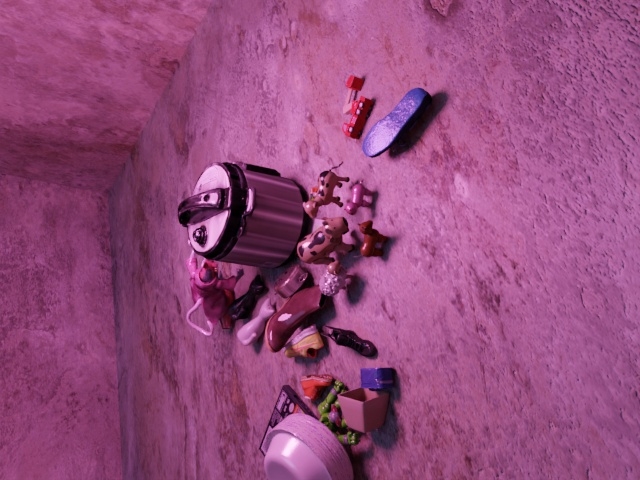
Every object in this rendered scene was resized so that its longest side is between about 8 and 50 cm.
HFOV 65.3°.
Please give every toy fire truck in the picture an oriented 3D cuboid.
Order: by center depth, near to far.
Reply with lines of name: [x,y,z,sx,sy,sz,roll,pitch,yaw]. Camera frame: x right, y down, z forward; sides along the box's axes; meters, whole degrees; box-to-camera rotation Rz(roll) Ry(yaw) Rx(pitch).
toy fire truck: [0.114,-0.454,1.704,0.135,0.047,0.192,42,115,48]

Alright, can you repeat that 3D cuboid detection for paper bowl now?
paper bowl: [-0.054,0.674,1.481,0.284,0.148,0.284,20,123,34]

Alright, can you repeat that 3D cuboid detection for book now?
book: [0.000,0.000,1.757,0.096,0.035,0.144,15,94,56]

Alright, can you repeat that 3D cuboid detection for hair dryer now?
hair dryer: [-0.443,0.283,2.228,0.293,0.080,0.223,-125,42,-49]

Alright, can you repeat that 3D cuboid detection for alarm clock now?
alarm clock: [-0.098,0.137,1.766,0.192,0.064,0.129,-16,33,56]

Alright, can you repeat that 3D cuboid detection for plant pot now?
plant pot: [0.125,0.486,1.430,0.109,0.109,0.096,-5,88,51]

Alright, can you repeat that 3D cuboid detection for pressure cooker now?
pressure cooker: [-0.298,-0.093,1.833,0.369,0.421,0.375,-59,42,25]

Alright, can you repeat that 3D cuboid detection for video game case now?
video game case: [-0.102,0.684,1.717,0.248,0.035,0.274,33,107,50]

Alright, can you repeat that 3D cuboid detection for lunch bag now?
lunch bag: [0.158,0.398,1.432,0.098,0.067,0.065,-20,66,47]

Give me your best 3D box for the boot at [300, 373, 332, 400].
boot: [-0.009,0.481,1.635,0.158,0.059,0.084,-28,64,54]

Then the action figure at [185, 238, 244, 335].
action figure: [-0.464,0.172,1.963,0.275,0.248,0.370,-63,-1,-27]

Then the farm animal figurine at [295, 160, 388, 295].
farm animal figurine: [0.030,-0.039,1.577,0.326,0.172,0.330,-51,52,26]

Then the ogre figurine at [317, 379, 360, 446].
ogre figurine: [0.049,0.537,1.516,0.118,0.097,0.197,-40,63,24]

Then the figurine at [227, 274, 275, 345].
figurine: [-0.263,0.275,1.977,0.209,0.092,0.215,-53,46,23]

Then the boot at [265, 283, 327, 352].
boot: [-0.076,0.249,1.678,0.207,0.090,0.248,-30,27,40]

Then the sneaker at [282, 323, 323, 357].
sneaker: [-0.058,0.369,1.705,0.094,0.081,0.208,54,140,12]

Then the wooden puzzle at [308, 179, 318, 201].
wooden puzzle: [-0.019,-0.166,1.829,0.079,0.014,0.116,-10,73,50]

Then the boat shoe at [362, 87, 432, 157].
boat shoe: [0.238,-0.336,1.497,0.258,0.089,0.109,-38,67,34]

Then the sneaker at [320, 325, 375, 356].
sneaker: [0.084,0.308,1.529,0.170,0.089,0.051,27,103,51]
